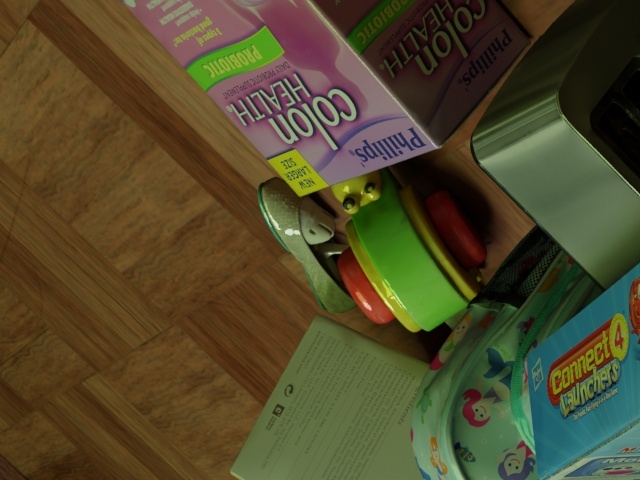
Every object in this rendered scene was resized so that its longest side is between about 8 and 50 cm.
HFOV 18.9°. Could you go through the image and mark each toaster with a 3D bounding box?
[{"bbox_3d":[0.198,-0.074,1.182,0.185,0.168,0.110,45,151,-9],"label":"toaster"}]

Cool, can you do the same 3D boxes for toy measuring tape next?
[{"bbox_3d":[0.108,0.058,1.582,0.121,0.121,0.330,7,142,51],"label":"toy measuring tape"}]

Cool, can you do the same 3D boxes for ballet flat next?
[{"bbox_3d":[0.000,0.000,1.739,0.052,0.057,0.168,-9,135,24],"label":"ballet flat"}]

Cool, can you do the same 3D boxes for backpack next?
[{"bbox_3d":[0.197,0.113,1.340,0.225,0.253,0.191,44,171,-8],"label":"backpack"}]

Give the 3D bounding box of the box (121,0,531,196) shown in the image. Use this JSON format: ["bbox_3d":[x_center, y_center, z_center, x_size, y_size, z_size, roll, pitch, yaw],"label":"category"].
[{"bbox_3d":[-0.013,-0.170,1.378,0.243,0.117,0.213,47,155,-14],"label":"box"}]

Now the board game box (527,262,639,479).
[{"bbox_3d":[0.315,0.062,1.116,0.308,0.086,0.302,0,160,-16],"label":"board game box"}]

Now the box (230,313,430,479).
[{"bbox_3d":[0.126,0.222,1.653,0.215,0.168,0.345,35,172,-40],"label":"box"}]
